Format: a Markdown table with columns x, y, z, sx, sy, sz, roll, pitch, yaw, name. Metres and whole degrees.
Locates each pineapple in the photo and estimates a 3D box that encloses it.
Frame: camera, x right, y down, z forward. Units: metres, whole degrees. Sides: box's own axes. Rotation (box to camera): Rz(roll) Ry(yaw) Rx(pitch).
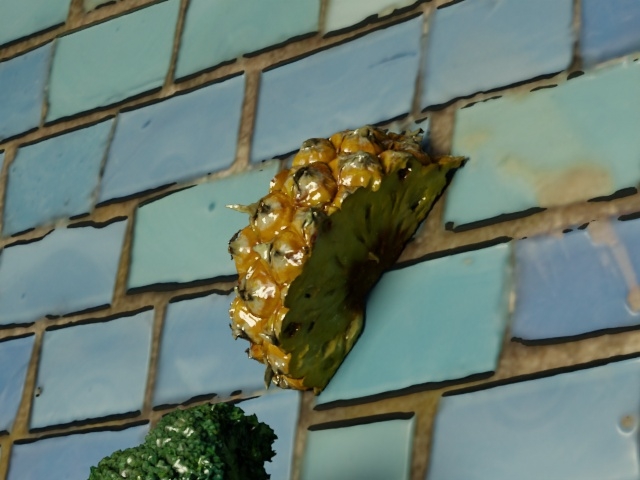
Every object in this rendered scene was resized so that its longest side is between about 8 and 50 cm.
| x | y | z | sx | sy | sz | roll | pitch | yaw | name |
| --- | --- | --- | --- | --- | --- | --- | --- | --- | --- |
| -0.001 | 0.000 | 1.296 | 0.079 | 0.135 | 0.233 | 26 | 86 | 48 | pineapple |

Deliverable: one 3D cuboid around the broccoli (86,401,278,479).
| x | y | z | sx | sy | sz | roll | pitch | yaw | name |
| --- | --- | --- | --- | --- | --- | --- | --- | --- | --- |
| -0.065 | 0.253 | 1.133 | 0.297 | 0.297 | 0.298 | 10 | 74 | 21 | broccoli |
